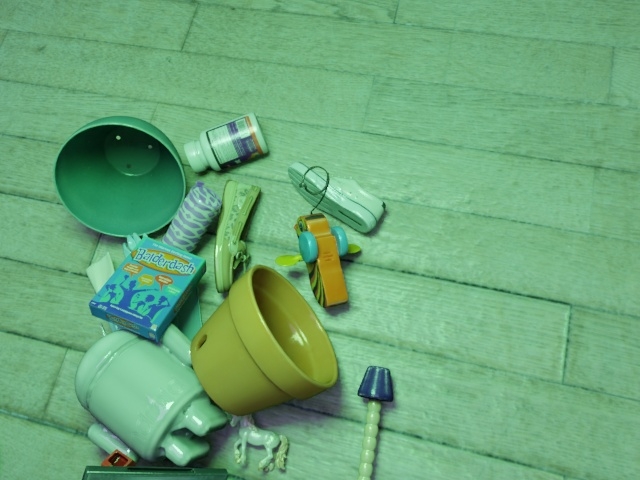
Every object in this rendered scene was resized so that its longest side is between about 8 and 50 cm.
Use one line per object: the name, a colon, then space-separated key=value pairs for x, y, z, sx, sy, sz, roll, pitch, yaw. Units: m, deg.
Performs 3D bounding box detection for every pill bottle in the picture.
pill bottle: x=-0.237 y=-0.240 z=1.436 sx=0.193 sy=0.108 sz=0.108 roll=-20 pitch=69 yaw=1

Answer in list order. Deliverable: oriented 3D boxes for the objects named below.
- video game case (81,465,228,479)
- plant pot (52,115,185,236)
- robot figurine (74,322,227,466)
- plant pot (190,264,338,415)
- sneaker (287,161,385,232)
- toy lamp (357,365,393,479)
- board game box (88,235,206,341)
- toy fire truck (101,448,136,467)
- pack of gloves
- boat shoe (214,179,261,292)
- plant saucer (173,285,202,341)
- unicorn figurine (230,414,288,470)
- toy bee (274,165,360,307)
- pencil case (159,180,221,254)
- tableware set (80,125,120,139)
video game case: x=-0.333 y=0.526 z=1.096 sx=0.026 sy=0.274 sz=0.196 roll=32 pitch=105 yaw=58
plant pot: x=-0.470 y=-0.181 z=1.387 sx=0.290 sy=0.290 sz=0.195 roll=-18 pitch=33 yaw=2
robot figurine: x=-0.369 y=0.321 z=1.208 sx=0.353 sy=0.200 sz=0.300 roll=31 pitch=85 yaw=17
plant pot: x=-0.128 y=0.225 z=1.181 sx=0.203 sy=0.291 sz=0.291 roll=-36 pitch=69 yaw=12
sneaker: x=0.039 y=-0.117 z=1.373 sx=0.258 sy=0.094 sz=0.091 roll=36 pitch=61 yaw=14
toy lamp: x=0.102 y=0.399 z=1.177 sx=0.080 sy=0.080 sz=0.275 roll=7 pitch=71 yaw=11
board game box: x=-0.368 y=0.099 z=1.237 sx=0.160 sy=0.047 sz=0.210 roll=19 pitch=49 yaw=9
toy fire truck: x=-0.430 y=0.522 z=1.115 sx=0.047 sy=0.135 sz=0.192 roll=22 pitch=52 yaw=23
pack of gloves: x=-0.451 y=0.102 z=1.327 sx=0.195 sy=0.046 sz=0.232 roll=-39 pitch=67 yaw=12
boat shoe: x=-0.199 y=-0.013 z=1.352 sx=0.089 sy=0.104 sz=0.285 roll=7 pitch=70 yaw=-7
plant saucer: x=-0.317 y=0.156 z=1.357 sx=0.067 sy=0.018 sz=0.192 roll=-12 pitch=69 yaw=4
unicorn figurine: x=-0.144 y=0.422 z=1.216 sx=0.162 sy=0.060 sz=0.111 roll=19 pitch=77 yaw=-11
toy bee: x=0.000 y=0.000 z=1.314 sx=0.195 sy=0.162 sz=0.298 roll=13 pitch=84 yaw=-20
pencil case: x=-0.314 y=-0.033 z=1.349 sx=0.206 sy=0.086 sz=0.088 roll=-51 pitch=47 yaw=21
tableware set: x=-0.617 y=-0.234 z=1.537 sx=0.141 sy=0.020 sz=0.169 roll=18 pitch=74 yaw=14
